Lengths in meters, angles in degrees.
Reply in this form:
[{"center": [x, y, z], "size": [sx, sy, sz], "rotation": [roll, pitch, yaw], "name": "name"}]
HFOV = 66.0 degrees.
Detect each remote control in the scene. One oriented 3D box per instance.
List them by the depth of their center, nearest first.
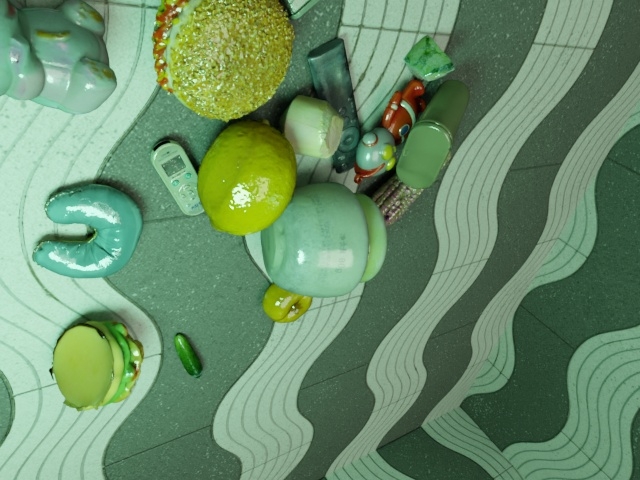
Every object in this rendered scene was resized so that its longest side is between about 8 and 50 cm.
[{"center": [-0.333, -0.147, 1.176], "size": [0.078, 0.042, 0.221], "rotation": [-32, 139, -12], "name": "remote control"}, {"center": [0.051, -0.343, 1.323], "size": [0.107, 0.044, 0.378], "rotation": [-30, 139, -11], "name": "remote control"}]

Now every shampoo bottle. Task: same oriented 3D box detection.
[{"center": [0.000, 0.000, 1.369], "size": [0.317, 0.322, 0.323], "rotation": [-5, 128, -30], "name": "shampoo bottle"}]

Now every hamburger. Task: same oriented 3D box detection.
[{"center": [-0.191, -0.376, 0.976], "size": [0.294, 0.179, 0.276], "rotation": [-3, 129, -40], "name": "hamburger"}, {"center": [-0.557, 0.314, 1.272], "size": [0.237, 0.237, 0.149], "rotation": [-53, 158, 12], "name": "hamburger"}]

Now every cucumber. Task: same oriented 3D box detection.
[{"center": [-0.416, 0.383, 1.575], "size": [0.056, 0.056, 0.250], "rotation": [-28, 138, -18], "name": "cucumber"}]

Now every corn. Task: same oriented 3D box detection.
[{"center": [0.287, -0.186, 1.603], "size": [0.335, 0.126, 0.126], "rotation": [-45, 141, 0], "name": "corn"}]

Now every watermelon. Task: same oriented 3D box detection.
[{"center": [0.295, -0.499, 1.392], "size": [0.097, 0.121, 0.158], "rotation": [-33, -173, 10], "name": "watermelon"}]

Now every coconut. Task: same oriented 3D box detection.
[{"center": [-0.031, -0.281, 1.229], "size": [0.147, 0.152, 0.147], "rotation": [-51, 150, -46], "name": "coconut"}]

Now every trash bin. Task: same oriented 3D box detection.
[{"center": [0.332, -0.308, 1.434], "size": [0.247, 0.121, 0.243], "rotation": [-58, 169, -35], "name": "trash bin"}]

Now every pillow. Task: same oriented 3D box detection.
[{"center": [-0.514, -0.017, 1.108], "size": [0.214, 0.086, 0.233], "rotation": [7, 118, -38], "name": "pillow"}]

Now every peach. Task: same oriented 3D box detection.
[{"center": [-0.106, 0.195, 1.631], "size": [0.179, 0.103, 0.179], "rotation": [-23, 140, -21], "name": "peach"}]

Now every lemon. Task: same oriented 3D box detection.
[{"center": [-0.171, -0.146, 1.162], "size": [0.235, 0.236, 0.263], "rotation": [-13, 137, -32], "name": "lemon"}]

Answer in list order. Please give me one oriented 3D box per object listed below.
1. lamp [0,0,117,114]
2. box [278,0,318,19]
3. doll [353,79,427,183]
[{"center": [-0.516, -0.300, 0.779], "size": [0.247, 0.247, 0.301], "rotation": [-19, 170, 36], "name": "lamp"}, {"center": [-0.039, -0.546, 1.008], "size": [0.172, 0.124, 0.093], "rotation": [-43, 131, -2], "name": "box"}, {"center": [0.194, -0.296, 1.402], "size": [0.336, 0.105, 0.200], "rotation": [-53, 153, -12], "name": "doll"}]
